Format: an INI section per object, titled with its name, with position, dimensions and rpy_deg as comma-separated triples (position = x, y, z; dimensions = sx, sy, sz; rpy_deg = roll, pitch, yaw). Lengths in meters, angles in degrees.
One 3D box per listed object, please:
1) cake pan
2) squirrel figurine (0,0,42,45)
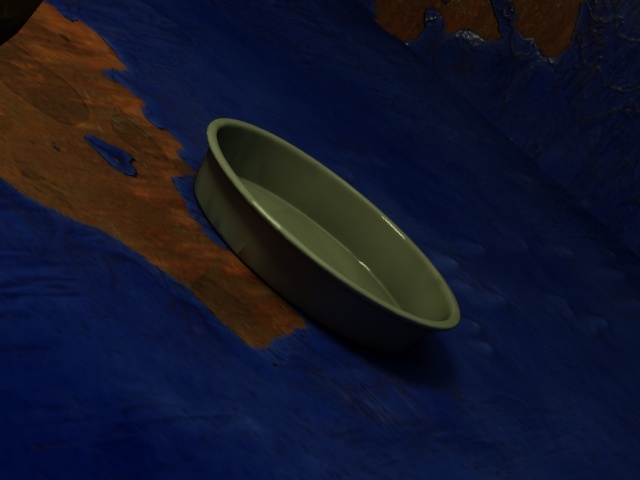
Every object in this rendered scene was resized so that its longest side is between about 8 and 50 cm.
[cake pan]
position = 0.000, 0.000, 1.713
dimensions = 0.293, 0.054, 0.293
rpy_deg = 36, 16, -12
[squirrel figurine]
position = -0.280, -0.152, 0.889
dimensions = 0.370, 0.397, 0.281
rpy_deg = 16, 49, 11
